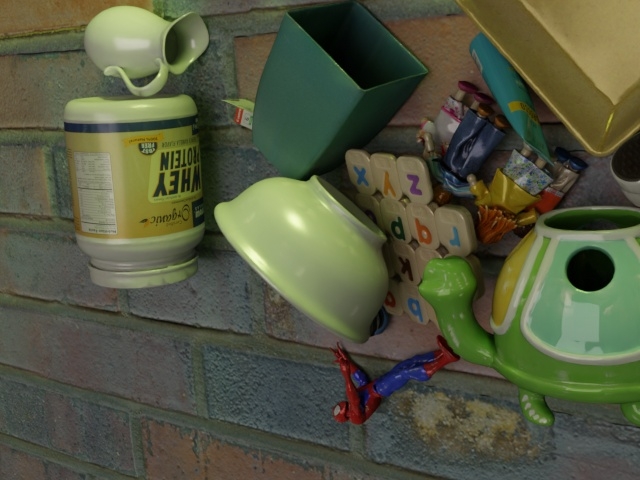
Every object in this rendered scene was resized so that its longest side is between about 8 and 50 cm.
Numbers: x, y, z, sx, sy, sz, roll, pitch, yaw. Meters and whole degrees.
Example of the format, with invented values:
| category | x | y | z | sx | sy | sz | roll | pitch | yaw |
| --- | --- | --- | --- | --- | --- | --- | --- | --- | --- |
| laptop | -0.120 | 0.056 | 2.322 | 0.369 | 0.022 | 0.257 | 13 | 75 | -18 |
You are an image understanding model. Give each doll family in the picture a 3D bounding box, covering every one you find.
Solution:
| category | x | y | z | sx | sy | sz | roll | pitch | yaw |
| --- | --- | --- | --- | --- | --- | --- | --- | --- | --- |
| doll family | 0.219 | -0.091 | 1.123 | 0.263 | 0.118 | 0.163 | 41 | 122 | 20 |

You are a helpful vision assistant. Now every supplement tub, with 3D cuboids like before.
| category | x | y | z | sx | sy | sz | roll | pitch | yaw |
| --- | --- | --- | --- | --- | --- | --- | --- | --- | --- |
| supplement tub | -0.321 | -0.092 | 1.433 | 0.228 | 0.228 | 0.316 | 7 | 107 | 33 |

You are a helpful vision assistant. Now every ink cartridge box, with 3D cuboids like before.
| category | x | y | z | sx | sy | sz | roll | pitch | yaw |
| --- | --- | --- | --- | --- | --- | --- | --- | --- | --- |
| ink cartridge box | -0.108 | -0.205 | 1.356 | 0.115 | 0.063 | 0.029 | 26 | 114 | 28 |

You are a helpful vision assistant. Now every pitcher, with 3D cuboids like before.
| category | x | y | z | sx | sy | sz | roll | pitch | yaw |
| --- | --- | --- | --- | --- | --- | --- | --- | --- | --- |
| pitcher | -0.321 | -0.324 | 1.412 | 0.207 | 0.178 | 0.125 | 11 | 148 | 30 |

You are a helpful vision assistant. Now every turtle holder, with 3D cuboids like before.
| category | x | y | z | sx | sy | sz | roll | pitch | yaw |
| --- | --- | --- | --- | --- | --- | --- | --- | --- | --- |
| turtle holder | 0.315 | 0.076 | 1.026 | 0.320 | 0.243 | 0.228 | 11 | 116 | 46 |

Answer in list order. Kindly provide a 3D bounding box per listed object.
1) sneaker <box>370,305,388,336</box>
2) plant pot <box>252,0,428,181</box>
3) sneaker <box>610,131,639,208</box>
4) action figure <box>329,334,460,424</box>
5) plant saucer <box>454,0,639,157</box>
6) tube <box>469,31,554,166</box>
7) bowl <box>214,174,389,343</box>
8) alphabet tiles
| category | x | y | z | sx | sy | sz | roll | pitch | yaw |
| --- | --- | --- | --- | --- | --- | --- | --- | --- | --- |
| sneaker | 0.023 | 0.097 | 1.334 | 0.188 | 0.078 | 0.067 | 33 | 123 | 25 |
| plant pot | 0.004 | -0.207 | 1.222 | 0.166 | 0.165 | 0.234 | 49 | 132 | 15 |
| sneaker | 0.494 | -0.124 | 0.956 | 0.290 | 0.123 | 0.106 | -29 | 43 | 23 |
| action figure | 0.091 | 0.197 | 1.307 | 0.139 | 0.091 | 0.280 | 49 | 123 | 6 |
| plant saucer | 0.363 | -0.329 | 0.985 | 0.333 | 0.081 | 0.333 | 53 | 125 | 13 |
| tube | 0.247 | -0.187 | 1.058 | 0.052 | 0.080 | 0.207 | -38 | 49 | 31 |
| bowl | 0.000 | 0.000 | 1.179 | 0.298 | 0.298 | 0.134 | 44 | 100 | 18 |
| alphabet tiles | 0.123 | -0.001 | 1.203 | 0.284 | 0.021 | 0.278 | 14 | 125 | 51 |
